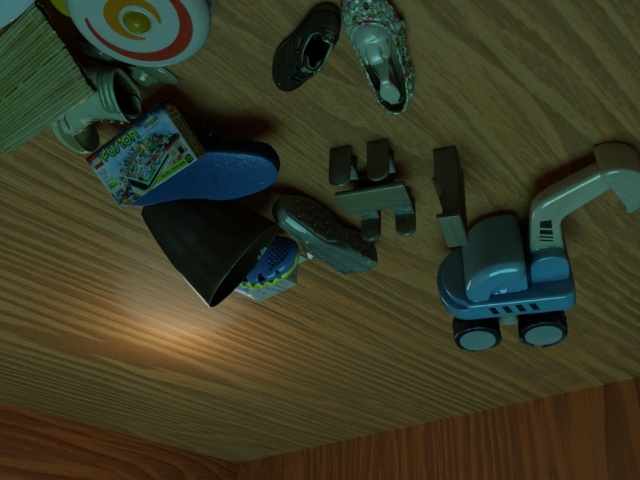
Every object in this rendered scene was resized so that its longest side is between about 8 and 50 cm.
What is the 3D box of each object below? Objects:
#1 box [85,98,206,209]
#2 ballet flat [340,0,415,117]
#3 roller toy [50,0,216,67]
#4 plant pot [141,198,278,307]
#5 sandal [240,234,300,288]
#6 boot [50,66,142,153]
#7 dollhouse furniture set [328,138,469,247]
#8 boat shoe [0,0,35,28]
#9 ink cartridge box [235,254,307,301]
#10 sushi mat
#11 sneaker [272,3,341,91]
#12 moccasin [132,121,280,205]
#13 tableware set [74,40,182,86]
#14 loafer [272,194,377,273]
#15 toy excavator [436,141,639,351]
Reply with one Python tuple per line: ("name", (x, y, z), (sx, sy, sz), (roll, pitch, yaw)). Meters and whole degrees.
("box", (-0.309, -0.148, 1.211), (0.207, 0.036, 0.114), (-27, 102, 31))
("ballet flat", (0.097, -0.284, 1.068), (0.091, 0.077, 0.241), (-10, 146, 22))
("roller toy", (-0.240, -0.339, 0.935), (0.209, 0.146, 0.191), (28, 140, -35))
("plant pot", (-0.241, -0.019, 1.404), (0.230, 0.215, 0.215), (39, 146, 6))
("sandal", (-0.201, 0.027, 1.554), (0.317, 0.126, 0.138), (-2, 142, 19))
("boot", (-0.383, -0.221, 1.189), (0.165, 0.077, 0.213), (9, 146, 13))
("dollhouse furniture set", (0.153, -0.071, 1.336), (0.242, 0.161, 0.212), (-8, 147, 18))
("boat shoe", (-0.374, -0.402, 0.855), (0.335, 0.121, 0.119), (-36, 141, 28))
("ink cartridge box", (-0.129, 0.083, 1.711), (0.104, 0.061, 0.181), (27, 141, -35))
("sushi mat", (-0.485, -0.252, 1.122), (0.316, 0.019, 0.151), (-17, 108, 41))
("sneaker", (-0.029, -0.285, 1.081), (0.066, 0.071, 0.188), (15, 146, -20))
("moccasin", (-0.236, -0.153, 1.285), (0.342, 0.117, 0.137), (-2, 137, 17))
("tableware set", (-0.305, -0.285, 1.097), (0.141, 0.020, 0.169), (29, 167, -36))
("loafer", (0.000, 0.000, 1.516), (0.111, 0.112, 0.319), (-29, 138, 29))
("toy excavator", (0.445, 0.017, 1.443), (0.433, 0.222, 0.445), (-9, 139, 16))
